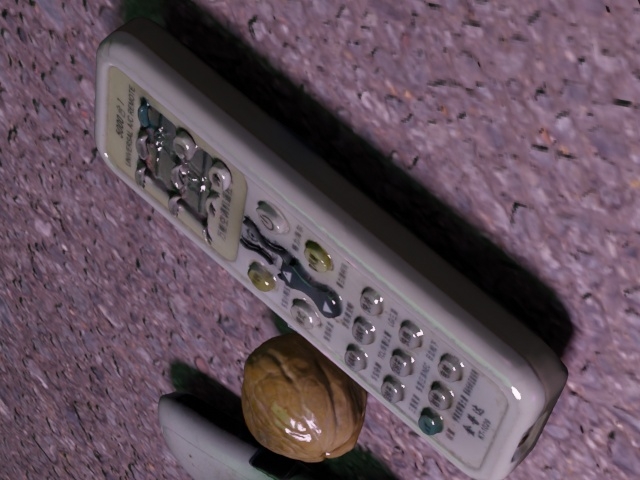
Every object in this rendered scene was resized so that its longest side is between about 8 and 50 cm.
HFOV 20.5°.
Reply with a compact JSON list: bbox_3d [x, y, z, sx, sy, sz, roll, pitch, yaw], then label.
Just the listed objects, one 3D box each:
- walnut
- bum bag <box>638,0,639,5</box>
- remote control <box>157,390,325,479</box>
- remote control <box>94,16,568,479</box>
[{"bbox_3d":[-0.012,0.103,1.157,0.092,0.092,0.092,35,149,25],"label":"walnut"},{"bbox_3d":[0.188,-0.054,0.703,0.106,0.060,0.232,3,130,42],"label":"bum bag"},{"bbox_3d":[-0.027,0.193,1.320,0.256,0.045,0.097,29,151,23],"label":"remote control"},{"bbox_3d":[0.000,0.000,1.028,0.335,0.065,0.128,40,153,17],"label":"remote control"}]
